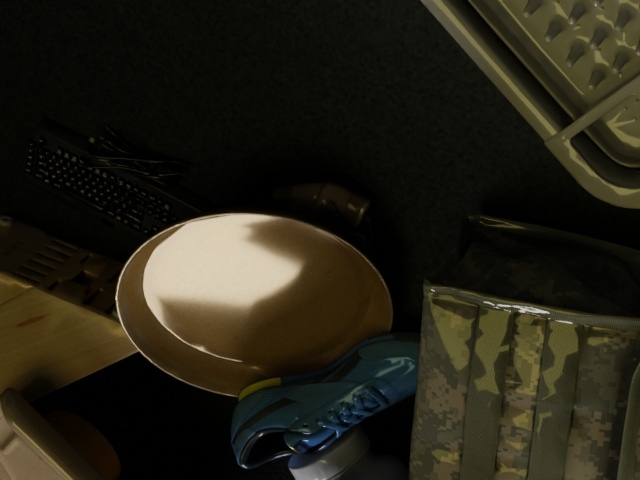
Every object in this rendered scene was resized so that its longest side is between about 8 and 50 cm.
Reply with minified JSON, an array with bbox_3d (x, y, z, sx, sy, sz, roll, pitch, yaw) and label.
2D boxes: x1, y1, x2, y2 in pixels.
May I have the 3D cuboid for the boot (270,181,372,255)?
[{"bbox_3d":[0.000,0.000,1.589,0.087,0.042,0.118,11,132,9],"label":"boot"}]

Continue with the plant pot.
[{"bbox_3d":[-0.055,0.049,1.596,0.236,0.032,0.236,3,136,3],"label":"plant pot"}]

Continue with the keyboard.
[{"bbox_3d":[-0.186,-0.046,1.660,0.192,0.038,0.100,26,124,12],"label":"keyboard"}]

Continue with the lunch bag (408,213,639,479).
[{"bbox_3d":[0.224,0.134,1.467,0.287,0.169,0.235,11,117,14],"label":"lunch bag"}]

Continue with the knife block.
[{"bbox_3d":[-0.277,0.112,1.762,0.276,0.088,0.242,21,124,16],"label":"knife block"}]

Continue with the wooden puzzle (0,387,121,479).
[{"bbox_3d":[-0.214,0.290,1.795,0.322,0.080,0.348,45,149,-1],"label":"wooden puzzle"}]

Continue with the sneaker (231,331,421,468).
[{"bbox_3d":[0.016,0.145,1.609,0.209,0.082,0.069,-22,129,22],"label":"sneaker"}]

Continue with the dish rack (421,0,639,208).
[{"bbox_3d":[0.220,-0.210,1.327,0.333,0.072,0.285,47,128,-9],"label":"dish rack"}]

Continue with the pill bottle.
[{"bbox_3d":[0.049,0.256,1.658,0.103,0.103,0.184,-24,103,35],"label":"pill bottle"}]
